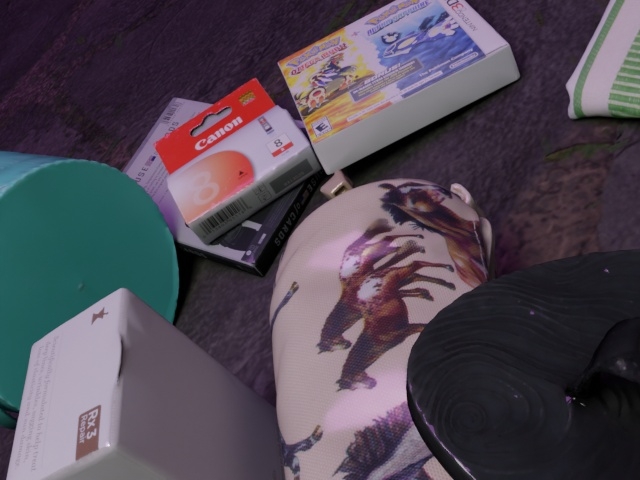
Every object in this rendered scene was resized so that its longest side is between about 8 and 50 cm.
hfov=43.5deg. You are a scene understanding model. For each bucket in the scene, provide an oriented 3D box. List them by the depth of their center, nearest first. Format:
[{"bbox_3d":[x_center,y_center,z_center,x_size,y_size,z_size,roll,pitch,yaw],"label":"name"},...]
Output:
[{"bbox_3d":[-0.288,0.042,0.784,0.183,0.281,0.281,2,56,38],"label":"bucket"}]

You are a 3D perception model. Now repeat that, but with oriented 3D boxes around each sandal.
[{"bbox_3d":[0.242,0.075,0.277,0.446,0.107,0.167,14,51,26],"label":"sandal"}]

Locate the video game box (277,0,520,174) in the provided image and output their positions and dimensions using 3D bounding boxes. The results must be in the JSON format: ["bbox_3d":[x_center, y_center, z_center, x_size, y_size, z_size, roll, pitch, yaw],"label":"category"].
[{"bbox_3d":[0.070,-0.174,0.814,0.205,0.048,0.187,-27,36,5],"label":"video game box"}]

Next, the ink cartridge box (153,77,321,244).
[{"bbox_3d":[-0.099,-0.100,0.842,0.145,0.045,0.179,-33,53,0],"label":"ink cartridge box"}]

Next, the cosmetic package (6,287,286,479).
[{"bbox_3d":[-0.080,0.147,0.510,0.085,0.231,0.117,-31,38,17],"label":"cosmetic package"}]

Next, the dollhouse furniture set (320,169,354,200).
[{"bbox_3d":[0.000,0.000,0.718,0.114,0.091,0.081,-42,21,6],"label":"dollhouse furniture set"}]

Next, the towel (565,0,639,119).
[{"bbox_3d":[0.365,-0.179,0.585,0.325,0.038,0.248,12,64,46],"label":"towel"}]

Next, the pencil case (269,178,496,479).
[{"bbox_3d":[0.073,0.131,0.448,0.183,0.160,0.410,-21,41,8],"label":"pencil case"}]

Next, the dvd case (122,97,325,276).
[{"bbox_3d":[-0.115,-0.068,0.875,0.239,0.029,0.179,16,65,33],"label":"dvd case"}]
